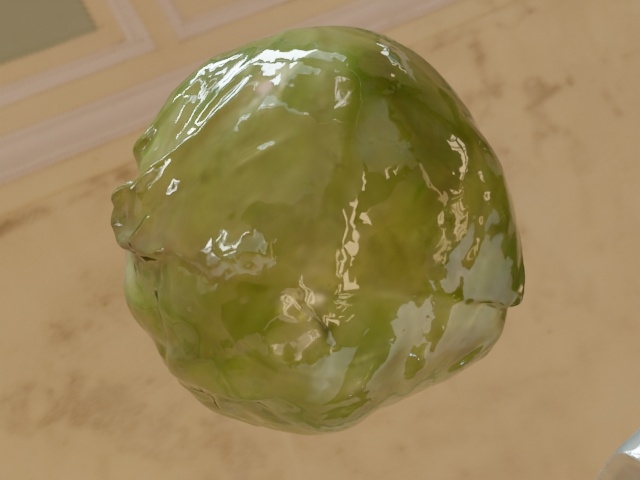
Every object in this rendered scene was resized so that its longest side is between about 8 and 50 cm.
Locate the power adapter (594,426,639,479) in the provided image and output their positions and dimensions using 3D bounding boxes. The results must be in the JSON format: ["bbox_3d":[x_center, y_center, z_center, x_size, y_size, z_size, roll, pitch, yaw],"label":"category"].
[{"bbox_3d":[0.255,0.094,0.633,0.205,0.130,0.125,-40,-110,-15],"label":"power adapter"}]

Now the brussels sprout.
[{"bbox_3d":[0.000,0.000,0.951,0.247,0.328,0.328,18,-115,-41],"label":"brussels sprout"}]
